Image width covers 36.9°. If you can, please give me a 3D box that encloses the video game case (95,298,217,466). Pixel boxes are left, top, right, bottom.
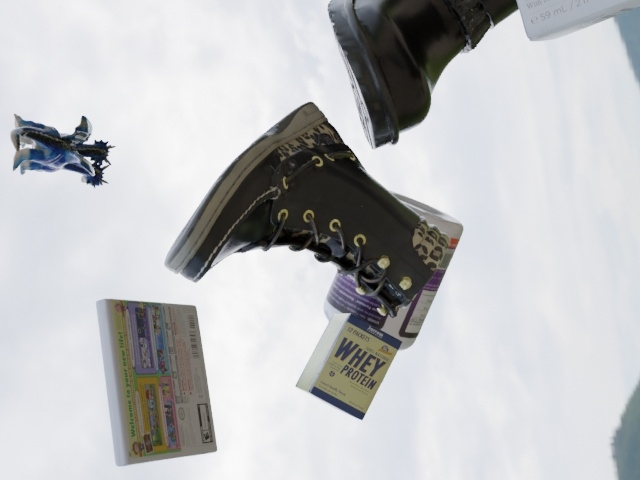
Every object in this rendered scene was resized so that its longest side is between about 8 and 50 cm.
[{"bbox_3d":[-0.216,0.186,1.284,0.193,0.023,0.212,12,-115,-60],"label":"video game case"}]

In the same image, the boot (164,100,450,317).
[{"bbox_3d":[0.001,-0.001,0.753,0.178,0.085,0.236,42,-142,-2],"label":"boot"}]

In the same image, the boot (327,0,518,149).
[{"bbox_3d":[0.146,-0.234,0.976,0.348,0.260,0.131,-88,-21,-56],"label":"boot"}]

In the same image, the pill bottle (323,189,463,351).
[{"bbox_3d":[0.067,0.051,1.022,0.108,0.108,0.193,2,-67,-65],"label":"pill bottle"}]

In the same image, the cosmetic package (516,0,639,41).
[{"bbox_3d":[0.209,-0.300,0.818,0.085,0.117,0.231,-20,-88,-53],"label":"cosmetic package"}]

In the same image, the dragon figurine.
[{"bbox_3d":[-0.385,-0.141,1.445,0.289,0.144,0.085,139,130,-77],"label":"dragon figurine"}]

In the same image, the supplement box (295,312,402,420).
[{"bbox_3d":[0.025,0.117,0.903,0.083,0.056,0.083,-62,7,-10],"label":"supplement box"}]
